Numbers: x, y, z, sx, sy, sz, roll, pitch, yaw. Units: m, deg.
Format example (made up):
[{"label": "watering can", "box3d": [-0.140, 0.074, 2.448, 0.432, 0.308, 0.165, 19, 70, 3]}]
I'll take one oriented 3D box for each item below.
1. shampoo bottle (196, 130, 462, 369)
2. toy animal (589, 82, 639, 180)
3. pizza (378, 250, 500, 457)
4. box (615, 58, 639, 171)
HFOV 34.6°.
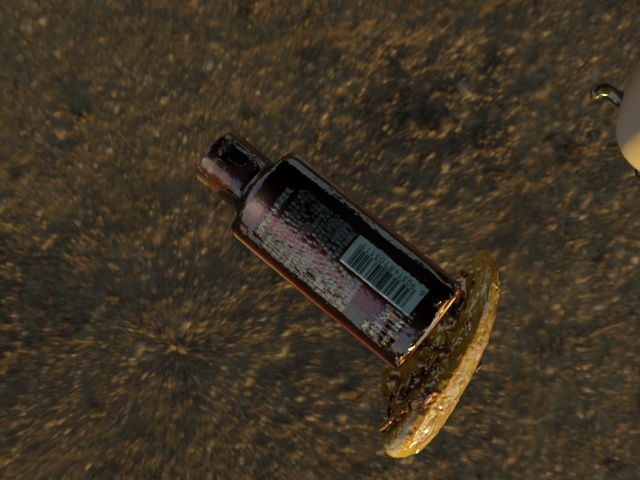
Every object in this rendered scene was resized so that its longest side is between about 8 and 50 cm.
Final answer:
[{"label": "shampoo bottle", "box3d": [0.000, 0.000, 1.174, 0.323, 0.084, 0.129, 38, 105, 12]}, {"label": "toy animal", "box3d": [0.432, -0.175, 1.205, 0.233, 0.084, 0.148, -44, 59, -2]}, {"label": "pizza", "box3d": [0.153, 0.148, 1.378, 0.086, 0.161, 0.305, 30, 74, -16]}, {"label": "box", "box3d": [0.270, -0.127, 0.675, 0.088, 0.200, 0.146, 28, 45, 4]}]
